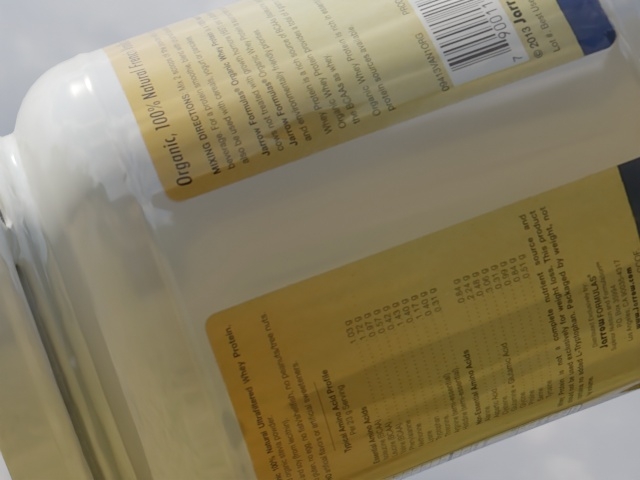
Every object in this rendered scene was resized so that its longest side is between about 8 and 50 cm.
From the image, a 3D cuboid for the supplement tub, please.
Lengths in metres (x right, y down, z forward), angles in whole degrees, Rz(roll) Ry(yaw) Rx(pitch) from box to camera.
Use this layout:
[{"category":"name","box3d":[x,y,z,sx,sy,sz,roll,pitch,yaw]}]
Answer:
[{"category":"supplement tub","box3d":[0.000,0.000,0.791,0.316,0.228,0.228,-20,-28,-6]}]
